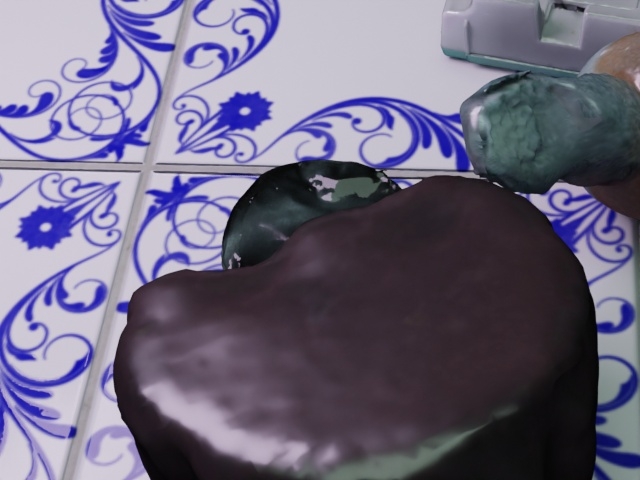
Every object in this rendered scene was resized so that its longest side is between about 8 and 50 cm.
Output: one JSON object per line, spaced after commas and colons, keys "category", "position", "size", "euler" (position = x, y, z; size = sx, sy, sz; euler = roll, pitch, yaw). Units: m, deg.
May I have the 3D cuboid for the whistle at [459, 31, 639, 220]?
{"category": "whistle", "position": [0.255, -0.104, 1.339], "size": [0.347, 0.189, 0.189], "euler": [-5, 45, -32]}

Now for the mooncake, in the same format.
{"category": "mooncake", "position": [0.036, 0.133, 1.165], "size": [0.381, 0.212, 0.351], "euler": [-10, 32, 4]}

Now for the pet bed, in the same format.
{"category": "pet bed", "position": [0.000, 0.000, 1.399], "size": [0.201, 0.053, 0.201], "euler": [-4, 51, 5]}

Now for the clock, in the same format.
{"category": "clock", "position": [0.277, -0.288, 1.542], "size": [0.262, 0.116, 0.231], "euler": [13, 64, 15]}
